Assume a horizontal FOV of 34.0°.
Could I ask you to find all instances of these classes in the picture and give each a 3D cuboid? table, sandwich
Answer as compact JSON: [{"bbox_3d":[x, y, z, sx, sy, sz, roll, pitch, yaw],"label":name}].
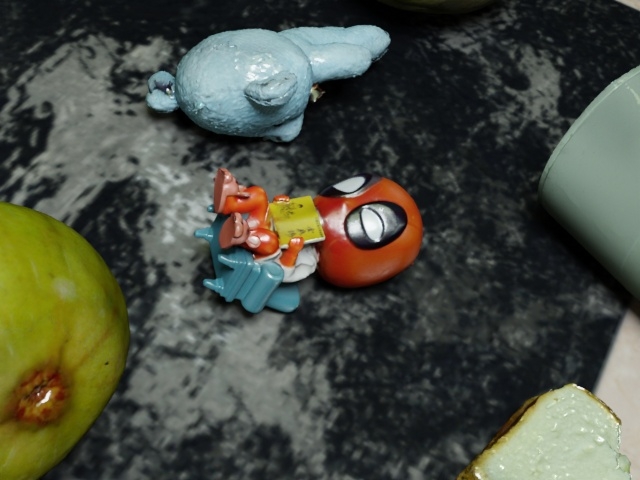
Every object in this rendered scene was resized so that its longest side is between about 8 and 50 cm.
[{"bbox_3d":[0.249,0.006,0.624,0.126,0.126,0.220,-24,58,-30],"label":"table"},{"bbox_3d":[0.131,0.126,0.550,0.093,0.036,0.105,35,49,18],"label":"sandwich"}]

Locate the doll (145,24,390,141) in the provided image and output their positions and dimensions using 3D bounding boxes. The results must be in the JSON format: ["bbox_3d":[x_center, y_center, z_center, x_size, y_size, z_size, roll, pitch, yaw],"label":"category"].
[{"bbox_3d":[-0.022,-0.105,0.704,0.120,0.075,0.179,1,12,39],"label":"doll"}]

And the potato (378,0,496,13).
[{"bbox_3d":[0.086,-0.261,0.804,0.178,0.160,0.235,47,26,-23],"label":"potato"}]

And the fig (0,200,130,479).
[{"bbox_3d":[-0.187,0.044,0.490,0.186,0.148,0.142,-2,53,37],"label":"fig"}]

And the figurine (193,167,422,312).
[{"bbox_3d":[0.000,0.000,0.606,0.140,0.075,0.068,1,47,-27],"label":"figurine"}]
